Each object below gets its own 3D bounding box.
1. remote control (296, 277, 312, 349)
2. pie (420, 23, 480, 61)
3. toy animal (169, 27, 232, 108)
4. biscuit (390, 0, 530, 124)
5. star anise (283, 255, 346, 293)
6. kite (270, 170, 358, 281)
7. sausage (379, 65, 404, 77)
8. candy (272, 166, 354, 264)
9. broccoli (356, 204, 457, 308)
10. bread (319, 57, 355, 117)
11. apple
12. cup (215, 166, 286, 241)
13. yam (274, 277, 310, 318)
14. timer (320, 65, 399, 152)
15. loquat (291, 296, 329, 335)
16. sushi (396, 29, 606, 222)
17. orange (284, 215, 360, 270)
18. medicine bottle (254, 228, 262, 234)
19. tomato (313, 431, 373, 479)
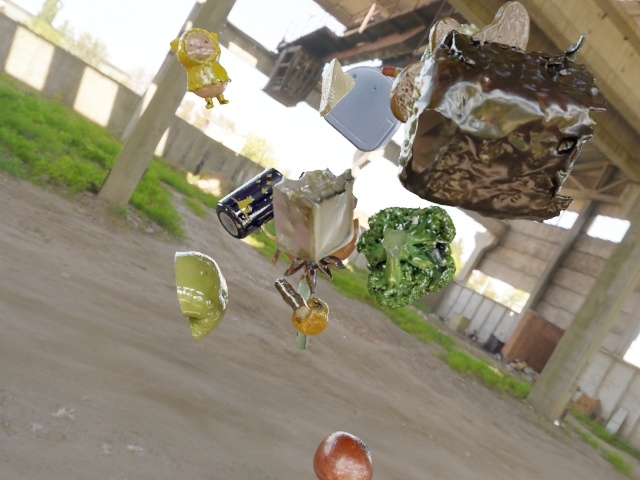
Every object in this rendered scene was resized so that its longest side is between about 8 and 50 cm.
[{"bbox_3d":[-0.062,0.284,1.887,0.050,0.145,0.344,9,-44,6],"label":"remote control"},{"bbox_3d":[0.420,-0.504,1.474,0.306,0.306,0.071,28,1,-29],"label":"pie"},{"bbox_3d":[-0.352,-0.520,1.457,0.156,0.156,0.229,-90,164,-80],"label":"toy animal"},{"bbox_3d":[0.352,-0.416,1.193,0.283,0.432,0.064,66,-11,-22],"label":"biscuit"},{"bbox_3d":[-0.025,0.050,1.696,0.288,0.288,0.088,30,14,23],"label":"star anise"},{"bbox_3d":[-0.038,-0.042,1.519,0.204,0.360,0.022,27,20,-7],"label":"kite"},{"bbox_3d":[0.264,-0.472,1.368,0.223,0.029,0.029,24,-1,32],"label":"sausage"},{"bbox_3d":[-0.011,-0.063,1.145,0.137,0.195,0.185,19,34,35],"label":"candy"},{"bbox_3d":[0.307,0.041,1.723,0.310,0.413,0.321,38,0,-25],"label":"broccoli"},{"bbox_3d":[0.025,-0.468,1.472,0.105,0.152,0.077,45,-29,-10],"label":"bread"},{"bbox_3d":[-0.551,0.220,2.098,0.312,0.320,0.360,25,33,-35],"label":"apple"},{"bbox_3d":[-0.213,-0.112,1.747,0.255,0.256,0.178,34,-31,29],"label":"cup"},{"bbox_3d":[-0.093,0.179,1.504,0.057,0.056,0.241,28,4,-29],"label":"yam"},{"bbox_3d":[0.226,-0.636,2.238,0.395,0.394,0.173,30,18,14],"label":"timer"},{"bbox_3d":[-0.031,0.262,1.647,0.137,0.137,0.113,29,24,2],"label":"loquat"},{"bbox_3d":[0.301,-0.206,0.859,0.294,0.299,0.281,10,-30,4],"label":"sushi"},{"bbox_3d":[-0.001,0.002,1.949,0.310,0.274,0.274,11,2,-1],"label":"orange"},{"bbox_3d":[-0.249,-0.069,1.944,0.047,0.083,0.047,14,-35,10],"label":"medicine bottle"},{"bbox_3d":[0.082,0.753,1.618,0.208,0.184,0.208,29,-25,15],"label":"tomato"}]
